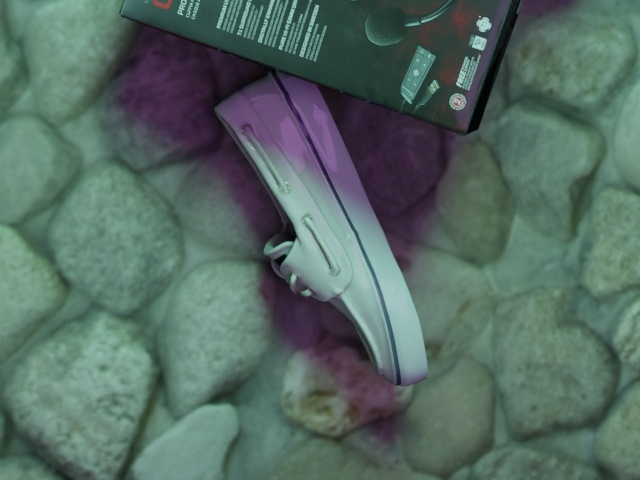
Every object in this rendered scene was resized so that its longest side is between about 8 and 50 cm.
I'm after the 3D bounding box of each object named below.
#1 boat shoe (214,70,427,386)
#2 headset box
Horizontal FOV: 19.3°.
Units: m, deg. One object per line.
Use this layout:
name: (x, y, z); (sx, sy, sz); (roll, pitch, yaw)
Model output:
boat shoe: (0.000, 0.000, 1.443); (0.088, 0.096, 0.267); (-25, 106, -7)
headset box: (0.006, -0.223, 1.339); (0.293, 0.110, 0.218); (20, 99, 7)
